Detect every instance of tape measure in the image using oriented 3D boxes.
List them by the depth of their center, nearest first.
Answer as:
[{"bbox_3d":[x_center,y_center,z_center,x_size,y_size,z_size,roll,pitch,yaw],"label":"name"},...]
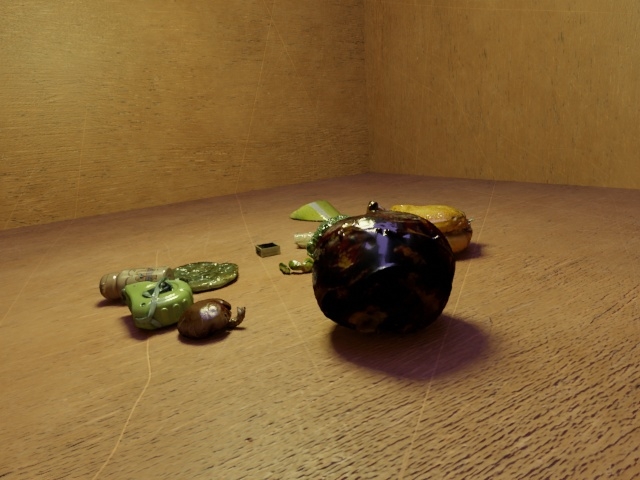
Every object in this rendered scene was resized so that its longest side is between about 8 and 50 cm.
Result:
[{"bbox_3d":[-0.430,0.162,1.235,0.175,0.106,0.200,-15,19,-25],"label":"tape measure"}]

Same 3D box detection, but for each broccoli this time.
[{"bbox_3d":[0.069,-0.001,1.620,0.176,0.198,0.226,34,58,11],"label":"broccoli"}]

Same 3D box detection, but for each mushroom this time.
[{"bbox_3d":[-0.271,0.188,1.151,0.170,0.080,0.135,-9,25,-8],"label":"mushroom"}]

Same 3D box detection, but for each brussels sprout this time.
[{"bbox_3d":[-0.064,0.085,1.558,0.083,0.046,0.051,-9,20,-16],"label":"brussels sprout"}]

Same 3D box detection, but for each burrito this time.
[{"bbox_3d":[0.000,0.000,1.844,0.226,0.060,0.087,2,15,18],"label":"burrito"}]

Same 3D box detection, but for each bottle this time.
[{"bbox_3d":[-0.559,0.132,1.412,0.209,0.097,0.110,-4,2,3],"label":"bottle"}]

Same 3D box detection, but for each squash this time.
[{"bbox_3d":[-0.007,-0.124,2.420,0.237,0.155,0.204,-15,-19,-30],"label":"squash"}]

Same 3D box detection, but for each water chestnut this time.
[{"bbox_3d":[0.143,0.049,1.101,0.335,0.335,0.347,-4,45,-1],"label":"water chestnut"}]

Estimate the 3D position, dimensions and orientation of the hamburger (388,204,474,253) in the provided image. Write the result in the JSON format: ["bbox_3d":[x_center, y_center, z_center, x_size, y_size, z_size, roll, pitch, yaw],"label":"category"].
[{"bbox_3d":[0.397,-0.042,1.679,0.314,0.170,0.290,1,18,15],"label":"hamburger"}]

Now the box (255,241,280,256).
[{"bbox_3d":[-0.208,0.036,1.811,0.083,0.035,0.079,-10,16,-25],"label":"box"}]

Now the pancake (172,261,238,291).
[{"bbox_3d":[-0.392,0.118,1.544,0.253,0.037,0.253,-3,15,1],"label":"pancake"}]

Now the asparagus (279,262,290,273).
[{"bbox_3d":[-0.126,0.094,1.588,0.021,0.025,0.108,12,5,-21],"label":"asparagus"}]
